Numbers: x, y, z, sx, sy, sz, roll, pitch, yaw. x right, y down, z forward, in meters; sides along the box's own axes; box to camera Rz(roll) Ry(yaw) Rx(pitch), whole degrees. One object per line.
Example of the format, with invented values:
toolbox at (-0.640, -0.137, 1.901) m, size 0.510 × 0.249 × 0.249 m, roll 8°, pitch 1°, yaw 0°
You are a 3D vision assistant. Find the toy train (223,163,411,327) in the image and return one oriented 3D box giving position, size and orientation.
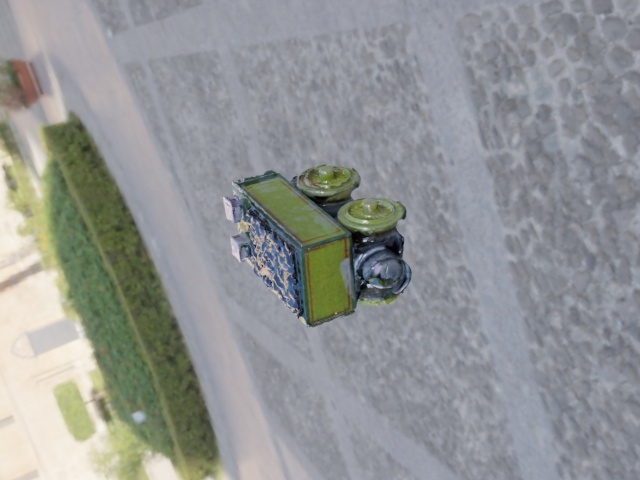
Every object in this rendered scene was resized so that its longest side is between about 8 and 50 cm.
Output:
toy train at (0.000, 0.000, 1.075) m, size 0.261 × 0.177 × 0.134 m, roll 41°, pitch 143°, yaw 51°
